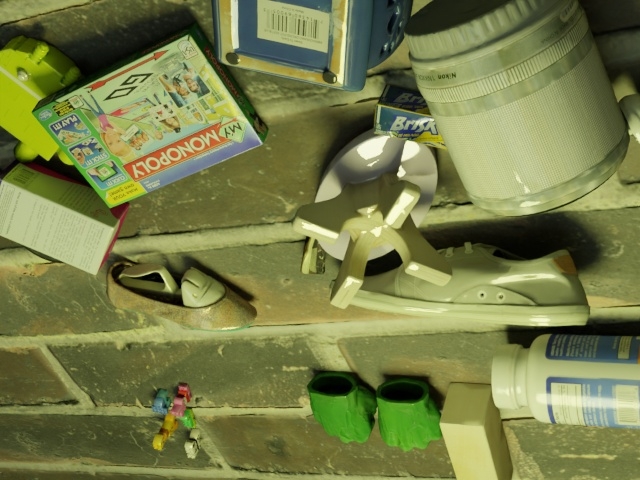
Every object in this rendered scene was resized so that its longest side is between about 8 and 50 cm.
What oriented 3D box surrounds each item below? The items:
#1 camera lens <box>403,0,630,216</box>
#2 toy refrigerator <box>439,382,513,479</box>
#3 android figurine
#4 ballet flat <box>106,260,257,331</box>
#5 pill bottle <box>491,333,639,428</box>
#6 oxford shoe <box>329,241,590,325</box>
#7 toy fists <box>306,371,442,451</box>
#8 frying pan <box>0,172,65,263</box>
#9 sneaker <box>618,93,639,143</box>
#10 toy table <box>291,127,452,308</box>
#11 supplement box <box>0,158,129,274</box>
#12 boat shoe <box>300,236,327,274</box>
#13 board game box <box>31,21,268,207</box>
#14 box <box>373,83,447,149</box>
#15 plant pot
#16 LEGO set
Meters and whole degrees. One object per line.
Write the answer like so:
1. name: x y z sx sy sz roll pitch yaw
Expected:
1. camera lens: 0.249 -0.185 1.189 0.219 0.219 0.274 -13 117 33
2. toy refrigerator: 0.305 0.404 1.844 0.094 0.102 0.269 0 133 24
3. android figurine: -0.489 -0.236 1.597 0.248 0.056 0.273 40 136 -16
4. ballet flat: -0.275 0.100 1.800 0.316 0.107 0.106 7 127 16
5. pill bottle: 0.434 0.234 1.584 0.272 0.152 0.152 0 132 25
6. oxford shoe: 0.220 0.067 1.544 0.449 0.169 0.130 0 88 34
7. toy fists: 0.109 0.340 1.875 0.279 0.096 0.142 1 122 25
8. frying pan: -0.547 -0.068 1.796 0.197 0.053 0.326 -4 133 25
9. sneaker: 0.514 -0.168 1.203 0.235 0.094 0.153 28 130 5
10. toy table: 0.082 -0.028 1.445 0.252 0.161 0.274 12 130 -4
11. supplement box: -0.475 -0.046 1.703 0.220 0.111 0.114 23 115 -5
12. boat shoe: 0.000 0.000 1.621 0.049 0.056 0.152 10 137 -6
13. board game box: -0.273 -0.191 1.511 0.317 0.046 0.213 -20 122 24
14. box: 0.166 -0.174 1.367 0.169 0.059 0.054 13 134 11
15. plant pot: -0.013 -0.327 1.185 0.236 0.212 0.236 14 135 11
16. LEGO set: -0.339 0.426 2.151 0.087 0.093 0.227 9 135 16
